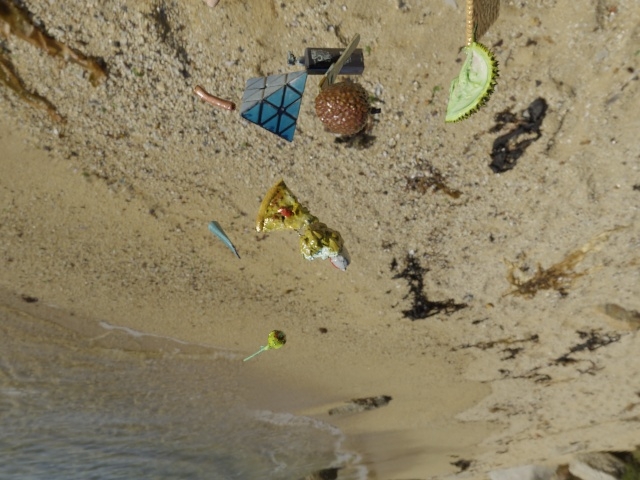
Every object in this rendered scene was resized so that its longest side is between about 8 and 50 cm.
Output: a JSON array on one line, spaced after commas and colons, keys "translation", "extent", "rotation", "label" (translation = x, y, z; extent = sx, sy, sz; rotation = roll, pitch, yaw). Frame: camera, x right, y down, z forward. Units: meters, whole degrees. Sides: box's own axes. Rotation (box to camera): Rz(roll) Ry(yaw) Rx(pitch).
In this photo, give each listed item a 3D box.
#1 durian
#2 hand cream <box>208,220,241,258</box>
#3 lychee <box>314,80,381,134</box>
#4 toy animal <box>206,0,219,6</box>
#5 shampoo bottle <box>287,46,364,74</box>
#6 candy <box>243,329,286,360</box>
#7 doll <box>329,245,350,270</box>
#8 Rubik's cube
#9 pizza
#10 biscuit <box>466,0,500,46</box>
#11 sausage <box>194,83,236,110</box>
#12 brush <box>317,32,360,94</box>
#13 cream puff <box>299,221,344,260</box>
[{"translation": [0.349, -0.364, 0.916], "extent": [0.100, 0.086, 0.215], "rotation": [18, 112, 11], "label": "durian"}, {"translation": [-0.388, -0.011, 1.637], "extent": [0.048, 0.224, 0.083], "rotation": [-36, 146, -16], "label": "hand cream"}, {"translation": [0.096, -0.467, 1.442], "extent": [0.238, 0.200, 0.200], "rotation": [9, 142, 1], "label": "lychee"}, {"translation": [-0.303, -0.766, 1.118], "extent": [0.171, 0.198, 0.171], "rotation": [-2, 146, -2], "label": "toy animal"}, {"translation": [0.020, -0.722, 1.645], "extent": [0.309, 0.098, 0.071], "rotation": [-4, 176, -9], "label": "shampoo bottle"}, {"translation": [-0.116, 0.219, 0.832], "extent": [0.123, 0.035, 0.035], "rotation": [-37, 135, 27], "label": "candy"}, {"translation": [0.067, 0.060, 1.457], "extent": [0.075, 0.102, 0.227], "rotation": [-26, 178, -4], "label": "doll"}, {"translation": [-0.191, -0.539, 1.600], "extent": [0.228, 0.234, 0.229], "rotation": [9, 178, -12], "label": "Rubik's cube"}, {"translation": [-0.136, -0.134, 1.878], "extent": [0.287, 0.280, 0.075], "rotation": [16, 174, 1], "label": "pizza"}, {"translation": [0.460, -0.693, 1.152], "extent": [0.160, 0.030, 0.250], "rotation": [-49, 148, -9], "label": "biscuit"}, {"translation": [-0.427, -0.575, 1.657], "extent": [0.176, 0.040, 0.047], "rotation": [23, 127, -6], "label": "sausage"}, {"translation": [0.076, -0.668, 1.537], "extent": [0.020, 0.337, 0.085], "rotation": [23, 158, 16], "label": "brush"}, {"translation": [0.000, 0.000, 1.323], "extent": [0.156, 0.121, 0.156], "rotation": [-2, 164, -1], "label": "cream puff"}]
